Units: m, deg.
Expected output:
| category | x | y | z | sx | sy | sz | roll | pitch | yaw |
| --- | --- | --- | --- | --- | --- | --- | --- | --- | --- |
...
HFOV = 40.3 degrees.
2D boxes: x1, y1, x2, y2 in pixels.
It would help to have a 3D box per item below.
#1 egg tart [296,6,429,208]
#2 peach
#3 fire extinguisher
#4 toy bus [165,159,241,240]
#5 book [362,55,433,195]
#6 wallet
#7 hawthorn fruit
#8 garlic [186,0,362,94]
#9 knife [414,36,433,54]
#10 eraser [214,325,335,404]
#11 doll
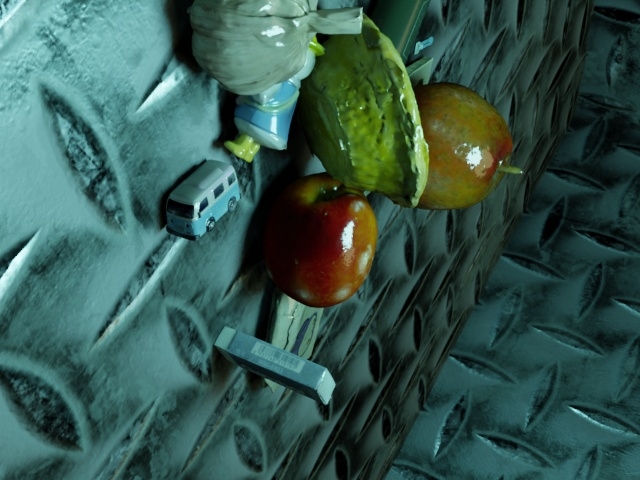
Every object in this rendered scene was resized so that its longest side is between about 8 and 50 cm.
| category | x | y | z | sx | sy | sz | roll | pitch | yaw |
| --- | --- | --- | --- | --- | --- | --- | --- | --- | --- |
| egg tart | 0.057 | -0.198 | 1.423 | 0.132 | 0.345 | 0.345 | -24 | 143 | -14 |
| peach | 0.000 | 0.000 | 1.545 | 0.243 | 0.199 | 0.244 | 15 | 90 | -83 |
| fire extinguisher | 0.138 | -0.393 | 1.618 | 0.095 | 0.114 | 0.311 | 21 | 93 | -43 |
| toy bus | -0.172 | -0.062 | 1.268 | 0.123 | 0.060 | 0.075 | -49 | 147 | -43 |
| book | 0.137 | -0.230 | 1.862 | 0.371 | 0.043 | 0.260 | -39 | 145 | -51 |
| wallet | -0.037 | 0.151 | 1.777 | 0.275 | 0.068 | 0.336 | -34 | 142 | -58 |
| hawthorn fruit | 0.274 | -0.178 | 1.778 | 0.277 | 0.298 | 0.277 | -48 | 150 | -41 |
| garlic | -0.048 | -0.289 | 1.141 | 0.218 | 0.212 | 0.219 | -48 | 146 | -48 |
| knife | 0.230 | -0.433 | 1.927 | 0.096 | 0.010 | 0.027 | -39 | 145 | -51 |
| eraser | -0.080 | 0.220 | 1.545 | 0.046 | 0.212 | 0.092 | -62 | 159 | -19 |
| doll | -0.064 | -0.231 | 1.313 | 0.135 | 0.098 | 0.241 | 21 | 90 | -46 |
